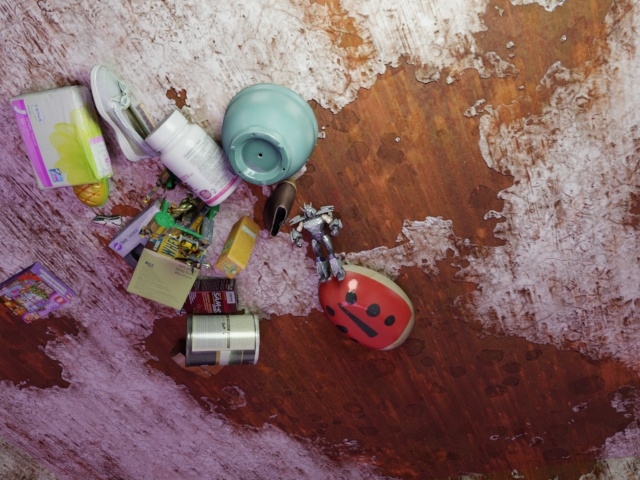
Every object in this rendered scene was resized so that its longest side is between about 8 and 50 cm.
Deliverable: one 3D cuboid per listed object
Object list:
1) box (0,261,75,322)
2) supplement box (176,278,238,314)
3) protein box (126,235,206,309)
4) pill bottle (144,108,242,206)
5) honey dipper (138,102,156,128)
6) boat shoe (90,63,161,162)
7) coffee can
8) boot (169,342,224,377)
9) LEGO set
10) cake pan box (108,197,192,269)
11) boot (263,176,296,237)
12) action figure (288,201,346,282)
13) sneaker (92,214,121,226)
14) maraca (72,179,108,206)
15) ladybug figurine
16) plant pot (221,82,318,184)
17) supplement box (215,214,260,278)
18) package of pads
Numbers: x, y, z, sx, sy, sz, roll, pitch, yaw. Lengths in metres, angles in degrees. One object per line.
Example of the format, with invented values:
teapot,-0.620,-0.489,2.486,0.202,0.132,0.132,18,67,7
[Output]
box,-1.203,0.222,2.122,0.293,0.057,0.201,-25,122,24
supplement box,-0.447,0.220,1.991,0.239,0.073,0.130,-2,130,-2
protein box,-0.537,0.100,1.784,0.199,0.136,0.201,23,119,-15
pill bottle,-0.387,-0.254,1.571,0.160,0.160,0.283,-31,118,27
honey dipper,-0.521,-0.355,1.594,0.030,0.030,0.161,-17,121,20
boat shoe,-0.584,-0.380,1.532,0.103,0.118,0.321,-8,131,6
coffee can,-0.392,0.394,2.016,0.275,0.202,0.202,2,130,-15
boot,-0.488,0.503,2.226,0.283,0.109,0.220,-32,126,16
LEGO set,-0.467,-0.061,1.659,0.254,0.332,0.192,20,133,-35
cake pan box,-0.590,0.012,1.846,0.266,0.070,0.246,-35,115,18
boot,-0.148,-0.076,1.649,0.090,0.207,0.249,19,128,-8
action figure,0.000,0.000,1.736,0.185,0.099,0.285,-15,107,23
sneaker,-0.777,-0.066,1.849,0.109,0.040,0.044,2,130,7
maraca,-0.776,-0.201,1.708,0.127,0.099,0.186,-1,110,7
ladybug figurine,0.168,0.268,1.910,0.449,0.162,0.305,39,124,-21
plant pot,-0.163,-0.285,1.494,0.292,0.196,0.293,4,128,5
supplement box,-0.277,0.019,1.724,0.080,0.234,0.078,40,123,-22
package of pads,-0.791,-0.315,1.571,0.229,0.101,0.297,-5,111,11
